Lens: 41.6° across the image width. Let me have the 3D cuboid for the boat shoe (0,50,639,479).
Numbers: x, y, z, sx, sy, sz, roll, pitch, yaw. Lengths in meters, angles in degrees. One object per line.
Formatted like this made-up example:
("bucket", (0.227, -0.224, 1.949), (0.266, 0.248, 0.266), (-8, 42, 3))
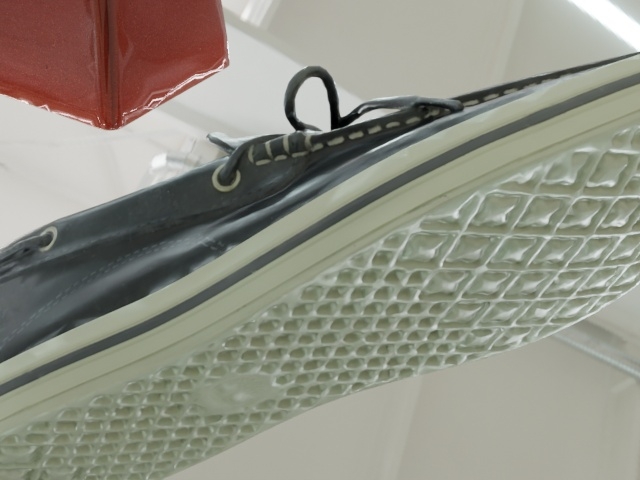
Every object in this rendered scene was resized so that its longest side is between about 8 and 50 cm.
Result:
("boat shoe", (0.000, 0.000, 0.482), (0.500, 0.187, 0.156), (-23, -128, 9))

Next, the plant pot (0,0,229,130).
("plant pot", (-0.279, -0.318, 1.016), (0.267, 0.236, 0.267), (20, -146, 17))
